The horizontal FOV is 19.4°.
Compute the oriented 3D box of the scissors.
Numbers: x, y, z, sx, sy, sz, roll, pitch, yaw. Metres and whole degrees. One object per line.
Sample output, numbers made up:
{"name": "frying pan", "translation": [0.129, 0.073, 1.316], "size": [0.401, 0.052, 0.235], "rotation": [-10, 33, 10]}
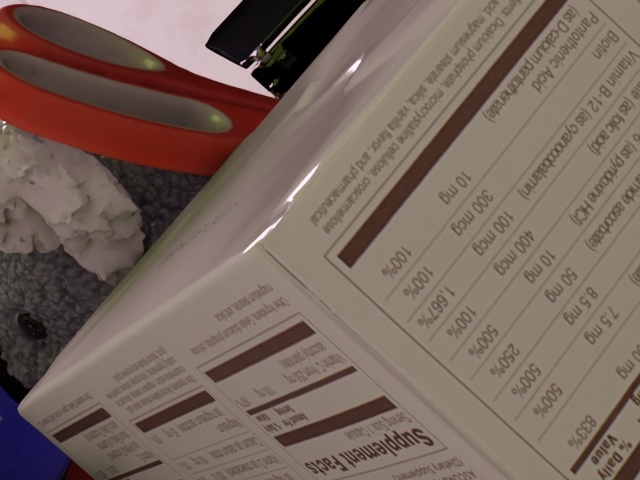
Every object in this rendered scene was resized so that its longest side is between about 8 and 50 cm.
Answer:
{"name": "scissors", "translation": [0.007, -0.031, 0.710], "size": [0.021, 0.297, 0.109], "rotation": [-67, 23, 17]}

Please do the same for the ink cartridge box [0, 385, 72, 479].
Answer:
{"name": "ink cartridge box", "translation": [-0.184, 0.187, 0.827], "size": [0.176, 0.069, 0.371], "rotation": [-77, 8, -78]}

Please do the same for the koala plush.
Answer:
{"name": "koala plush", "translation": [-0.048, 0.024, 0.731], "size": [0.203, 0.221, 0.196], "rotation": [-46, 6, 9]}

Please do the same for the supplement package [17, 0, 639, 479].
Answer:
{"name": "supplement package", "translation": [0.054, 0.003, 0.530], "size": [0.204, 0.145, 0.262], "rotation": [-50, 8, -22]}

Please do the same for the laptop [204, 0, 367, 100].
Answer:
{"name": "laptop", "translation": [0.078, -0.139, 1.065], "size": [0.234, 0.264, 0.136], "rotation": [-47, -21, 0]}

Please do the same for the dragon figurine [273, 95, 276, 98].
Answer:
{"name": "dragon figurine", "translation": [0.016, -0.034, 1.264], "size": [0.085, 0.144, 0.289], "rotation": [-52, -11, -23]}

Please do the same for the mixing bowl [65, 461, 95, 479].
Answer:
{"name": "mixing bowl", "translation": [-0.120, 0.087, 0.963], "size": [0.181, 0.098, 0.181], "rotation": [-26, 58, 50]}
